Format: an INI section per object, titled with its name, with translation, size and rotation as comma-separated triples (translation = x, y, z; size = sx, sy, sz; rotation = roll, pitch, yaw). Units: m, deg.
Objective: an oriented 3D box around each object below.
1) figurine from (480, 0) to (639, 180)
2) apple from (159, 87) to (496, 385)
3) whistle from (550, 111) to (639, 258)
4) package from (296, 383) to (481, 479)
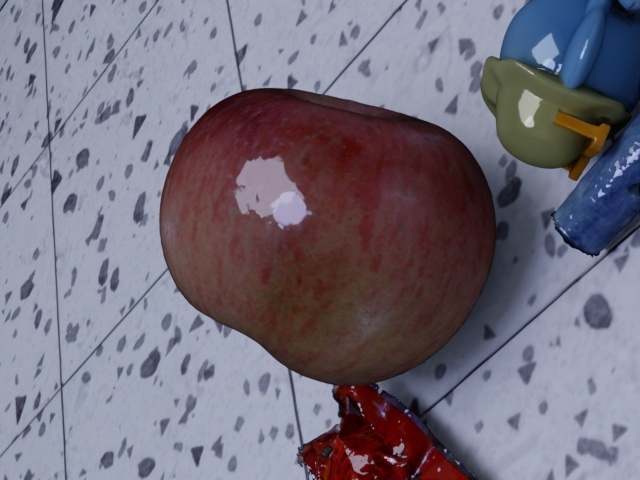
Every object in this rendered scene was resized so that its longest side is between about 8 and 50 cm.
[figurine]
translation = 0.236, -0.186, 1.382
size = 0.180, 0.154, 0.262
rotation = 19, 85, 63
[apple]
translation = 0.000, 0.000, 1.498
size = 0.345, 0.345, 0.269
rotation = 29, 108, 59
[whistle]
translation = 0.308, -0.111, 1.317
size = 0.304, 0.062, 0.062
rotation = -51, 36, 27
[package]
translation = 0.059, 0.245, 1.497
size = 0.269, 0.071, 0.194
rotation = 53, 132, 50
